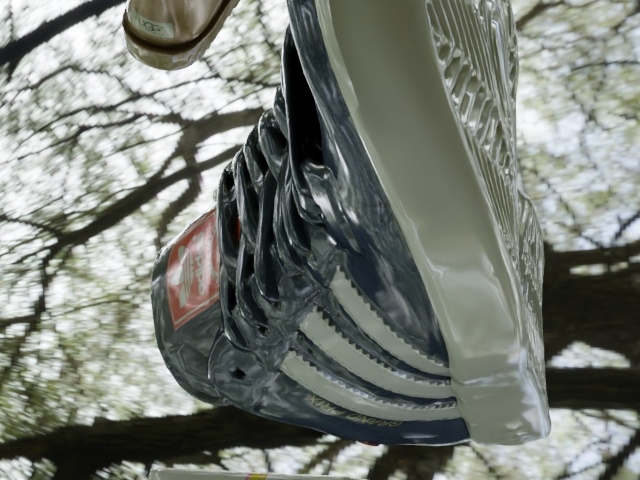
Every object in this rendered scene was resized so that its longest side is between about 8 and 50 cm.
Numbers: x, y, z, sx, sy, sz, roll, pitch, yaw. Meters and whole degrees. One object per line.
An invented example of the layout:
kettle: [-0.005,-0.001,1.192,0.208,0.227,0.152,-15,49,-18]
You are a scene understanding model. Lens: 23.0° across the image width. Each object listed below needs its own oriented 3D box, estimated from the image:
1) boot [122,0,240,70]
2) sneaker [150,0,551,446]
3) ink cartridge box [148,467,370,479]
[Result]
boot: [-0.066,-0.269,1.039,0.089,0.269,0.236,17,-120,5]
sneaker: [0.000,0.000,0.552,0.148,0.350,0.131,-3,-116,10]
ink cartridge box: [-0.014,0.193,0.898,0.067,0.198,0.115,18,-106,-47]
